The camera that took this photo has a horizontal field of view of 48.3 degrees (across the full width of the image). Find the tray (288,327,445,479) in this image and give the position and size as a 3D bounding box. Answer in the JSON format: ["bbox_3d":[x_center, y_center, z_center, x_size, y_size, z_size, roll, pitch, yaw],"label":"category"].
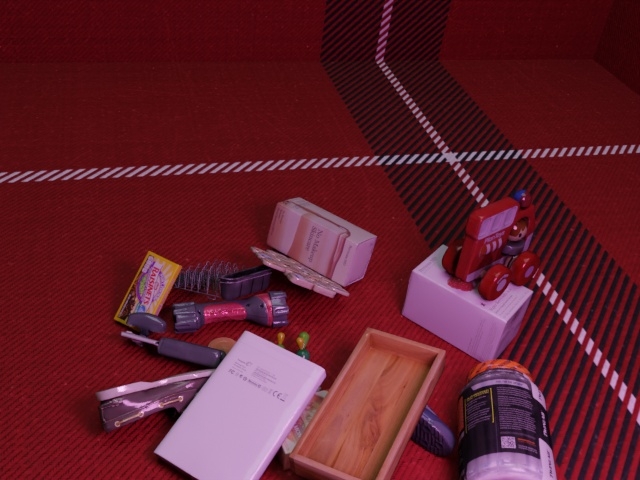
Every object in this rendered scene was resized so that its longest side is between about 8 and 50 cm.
[{"bbox_3d":[0.117,0.384,1.616,0.203,0.076,0.411,15,43,23],"label":"tray"}]

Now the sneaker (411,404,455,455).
[{"bbox_3d":[0.220,0.387,1.745,0.131,0.112,0.319,-30,52,-35],"label":"sneaker"}]

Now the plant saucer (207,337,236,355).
[{"bbox_3d":[-0.254,0.284,1.873,0.084,0.013,0.083,4,38,-3],"label":"plant saucer"}]

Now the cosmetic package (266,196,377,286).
[{"bbox_3d":[0.000,0.000,2.153,0.296,0.153,0.129,26,24,24],"label":"cosmetic package"}]

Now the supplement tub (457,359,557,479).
[{"bbox_3d":[0.417,0.447,1.624,0.207,0.207,0.338,10,38,2],"label":"supplement tub"}]

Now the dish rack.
[{"bbox_3d":[-0.292,0.101,1.969,0.272,0.074,0.208,9,11,29],"label":"dish rack"}]

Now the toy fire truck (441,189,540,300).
[{"bbox_3d":[0.475,-0.004,1.890,0.302,0.253,0.169,-20,45,-36],"label":"toy fire truck"}]

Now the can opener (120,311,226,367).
[{"bbox_3d":[-0.372,0.248,1.810,0.284,0.095,0.076,11,-8,14],"label":"can opener"}]

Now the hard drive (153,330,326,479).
[{"bbox_3d":[-0.177,0.393,1.623,0.233,0.047,0.353,22,57,24],"label":"hard drive"}]

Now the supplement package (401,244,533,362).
[{"bbox_3d":[0.405,0.176,1.997,0.293,0.175,0.177,29,42,26],"label":"supplement package"}]

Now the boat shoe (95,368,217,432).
[{"bbox_3d":[-0.359,0.369,1.678,0.324,0.117,0.096,-5,79,-36],"label":"boat shoe"}]

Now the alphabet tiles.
[{"bbox_3d":[-0.061,0.091,2.024,0.278,0.021,0.284,23,6,-24],"label":"alphabet tiles"}]

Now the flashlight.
[{"bbox_3d":[-0.241,0.199,1.920,0.304,0.103,0.103,-6,65,-15],"label":"flashlight"}]

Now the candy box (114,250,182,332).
[{"bbox_3d":[-0.461,0.140,1.910,0.105,0.027,0.205,23,82,17],"label":"candy box"}]

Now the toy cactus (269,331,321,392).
[{"bbox_3d":[-0.081,0.330,1.797,0.180,0.112,0.219,41,43,10],"label":"toy cactus"}]

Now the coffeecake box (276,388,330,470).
[{"bbox_3d":[-0.023,0.437,1.671,0.186,0.068,0.142,-10,41,-22],"label":"coffeecake box"}]
